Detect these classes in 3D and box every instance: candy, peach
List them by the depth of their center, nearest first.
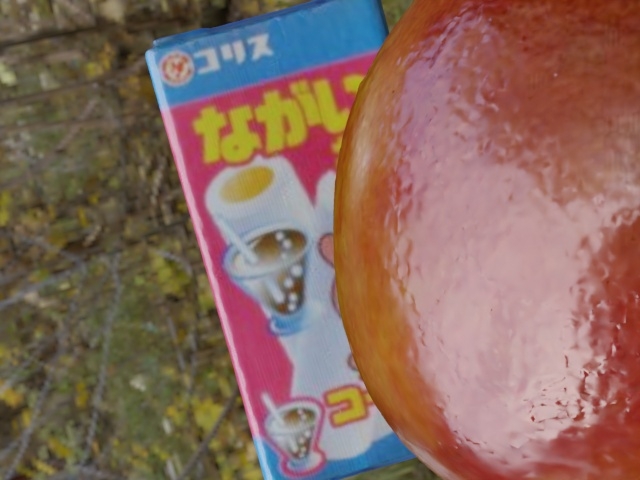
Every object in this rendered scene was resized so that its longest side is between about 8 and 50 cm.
[{"bbox_3d":[0.150,-0.018,0.679,0.308,0.307,0.332,144,128,-70],"label":"peach"},{"bbox_3d":[0.000,0.000,0.862,0.100,0.157,0.306,-164,58,-87],"label":"candy"}]
